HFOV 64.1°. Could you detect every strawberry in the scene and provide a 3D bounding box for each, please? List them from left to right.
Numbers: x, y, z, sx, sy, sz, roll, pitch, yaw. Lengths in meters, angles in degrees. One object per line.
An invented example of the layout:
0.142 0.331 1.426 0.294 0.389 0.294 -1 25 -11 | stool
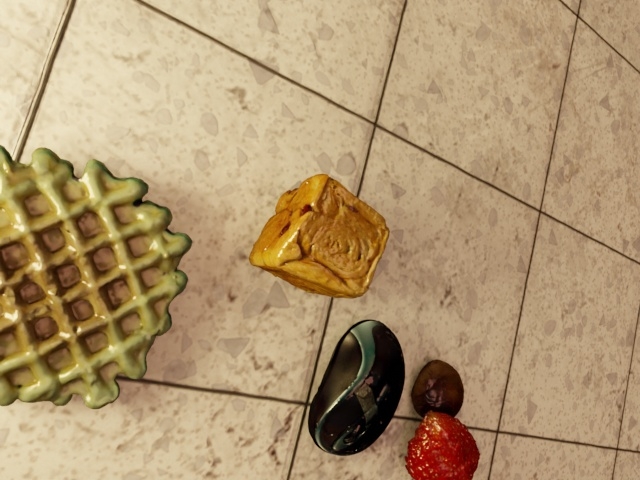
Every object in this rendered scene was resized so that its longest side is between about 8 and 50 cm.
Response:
0.232 0.393 0.941 0.146 0.082 0.187 -27 113 -19 | strawberry

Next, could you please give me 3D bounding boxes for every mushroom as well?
0.228 0.288 0.975 0.123 0.052 0.123 2 87 -34 | mushroom

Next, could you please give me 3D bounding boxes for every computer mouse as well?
0.073 0.247 0.850 0.137 0.096 0.233 34 72 -28 | computer mouse

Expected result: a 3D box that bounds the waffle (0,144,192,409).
-0.316 0.051 0.628 0.292 0.056 0.309 23 80 -30 | waffle

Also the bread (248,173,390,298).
0.000 0.000 0.778 0.158 0.143 0.149 26 77 -26 | bread
